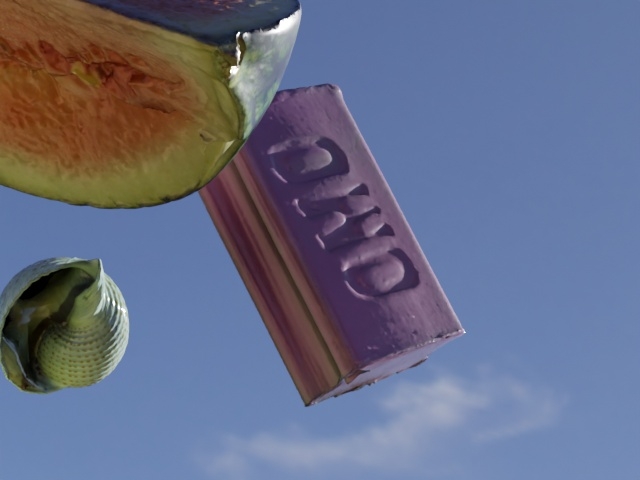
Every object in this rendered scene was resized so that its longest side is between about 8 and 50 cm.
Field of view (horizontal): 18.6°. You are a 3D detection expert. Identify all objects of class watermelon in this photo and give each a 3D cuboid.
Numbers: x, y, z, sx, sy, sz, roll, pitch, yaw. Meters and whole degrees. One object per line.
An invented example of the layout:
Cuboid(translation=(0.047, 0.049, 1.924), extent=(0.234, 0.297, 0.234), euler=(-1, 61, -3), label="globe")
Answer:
Cuboid(translation=(-0.138, -0.082, 0.948), extent=(0.303, 0.128, 0.159), euler=(16, 18, 26), label="watermelon")

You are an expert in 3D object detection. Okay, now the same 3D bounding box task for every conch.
Cuboid(translation=(-0.135, 0.037, 0.990), extent=(0.056, 0.076, 0.085), euler=(40, -44, 47), label="conch")

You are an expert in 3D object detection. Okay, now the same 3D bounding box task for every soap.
Cuboid(translation=(0.000, 0.000, 1.311), extent=(0.122, 0.203, 0.065), euler=(-16, -16, -45), label="soap")
